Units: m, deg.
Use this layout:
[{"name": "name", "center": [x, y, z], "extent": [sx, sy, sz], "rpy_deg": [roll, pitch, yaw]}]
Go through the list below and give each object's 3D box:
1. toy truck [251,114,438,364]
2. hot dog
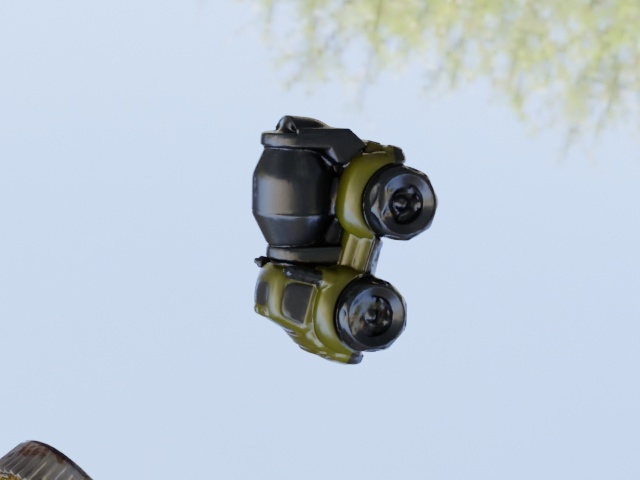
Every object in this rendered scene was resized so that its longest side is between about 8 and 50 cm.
[{"name": "toy truck", "center": [0.000, 0.000, 1.660], "extent": [0.165, 0.224, 0.147], "rpy_deg": [12, -177, -24]}, {"name": "hot dog", "center": [-0.211, 0.295, 1.625], "extent": [0.268, 0.144, 0.075], "rpy_deg": [44, -122, -13]}]
